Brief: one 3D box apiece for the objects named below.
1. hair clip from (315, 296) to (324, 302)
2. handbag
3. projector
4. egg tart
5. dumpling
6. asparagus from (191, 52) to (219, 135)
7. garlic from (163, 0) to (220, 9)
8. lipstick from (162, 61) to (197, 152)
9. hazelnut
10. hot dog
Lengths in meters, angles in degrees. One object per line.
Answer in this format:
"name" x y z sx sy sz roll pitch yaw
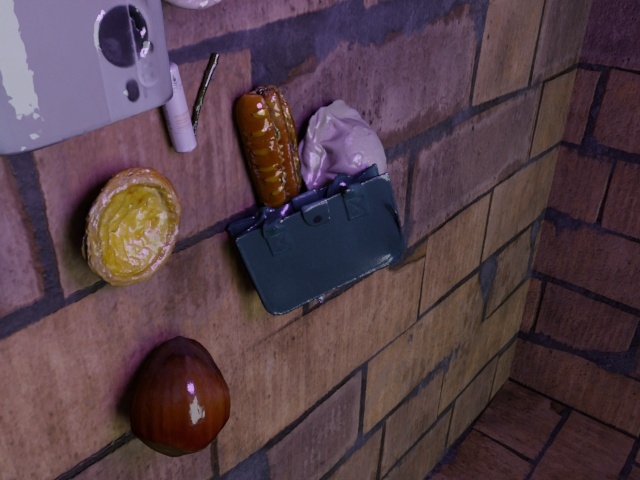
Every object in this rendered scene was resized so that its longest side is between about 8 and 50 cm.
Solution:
"hair clip" -0.049 0.104 1.399 0.172 0.049 0.116 25 83 -54
"handbag" 0.001 0.001 1.237 0.326 0.089 0.238 -23 131 -6
"projector" -0.316 -0.255 0.629 0.248 0.248 0.249 -32 133 -41
"egg tart" -0.297 -0.025 0.950 0.191 0.074 0.191 -31 131 -43
"dumpling" 0.040 -0.161 1.277 0.193 0.147 0.258 -23 103 -35
"asparagus" -0.198 -0.232 1.020 0.016 0.016 0.163 -3 111 -74
"garlic" -0.206 -0.437 0.756 0.203 0.184 0.281 -41 160 -21
"lipstick" -0.229 -0.209 0.968 0.040 0.040 0.141 -39 136 -35
"hazelnut" -0.258 0.286 1.111 0.186 0.210 0.210 -41 144 2
"hot dog" -0.088 -0.170 1.165 0.115 0.072 0.269 -53 145 -34
